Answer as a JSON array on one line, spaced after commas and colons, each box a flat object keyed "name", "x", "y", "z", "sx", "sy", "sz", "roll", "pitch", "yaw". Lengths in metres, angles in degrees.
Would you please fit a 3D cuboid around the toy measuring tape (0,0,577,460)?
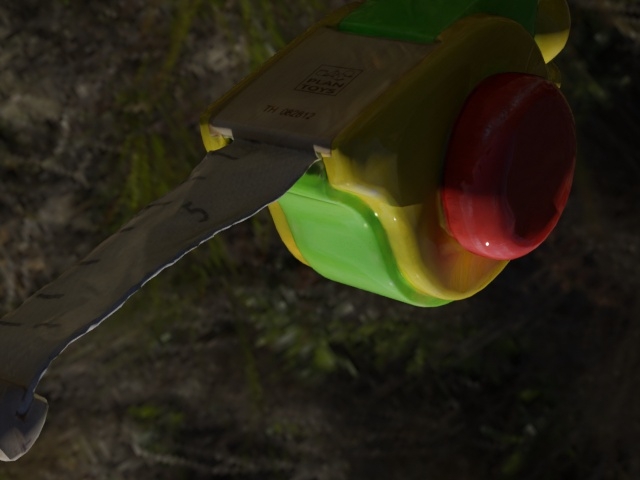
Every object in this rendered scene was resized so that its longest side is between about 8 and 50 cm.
[{"name": "toy measuring tape", "x": 0.000, "y": 0.000, "z": 0.572, "sx": 0.330, "sy": 0.121, "sz": 0.121, "roll": -43, "pitch": 165, "yaw": -38}]
